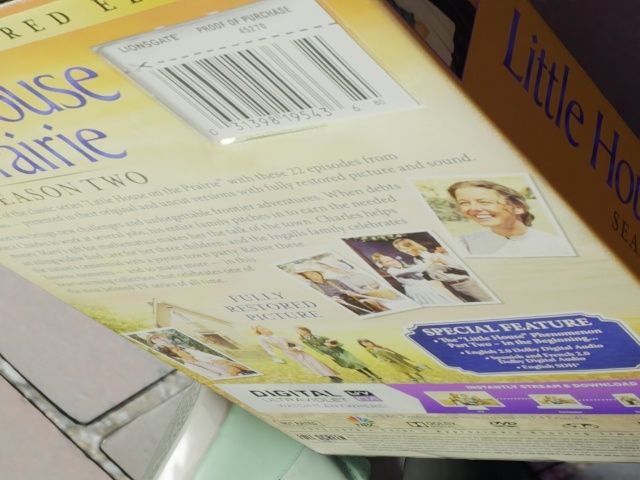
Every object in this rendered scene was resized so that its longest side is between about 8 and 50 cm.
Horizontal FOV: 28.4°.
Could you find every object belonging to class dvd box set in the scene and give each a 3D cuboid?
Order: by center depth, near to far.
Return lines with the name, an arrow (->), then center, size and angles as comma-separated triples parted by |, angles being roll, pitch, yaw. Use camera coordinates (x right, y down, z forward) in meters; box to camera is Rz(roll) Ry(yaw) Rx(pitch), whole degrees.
dvd box set -> 0.000, 0.000, 0.562 | 0.308, 0.062, 0.420 | -7, 148, 38

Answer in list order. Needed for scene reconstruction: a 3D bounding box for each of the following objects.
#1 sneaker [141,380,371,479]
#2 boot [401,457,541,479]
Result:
sneaker -> -0.066, 0.223, 0.819 | 0.151, 0.094, 0.255 | 27, 105, -10
boot -> 0.050, 0.246, 0.638 | 0.146, 0.445, 0.367 | -6, 119, 23
